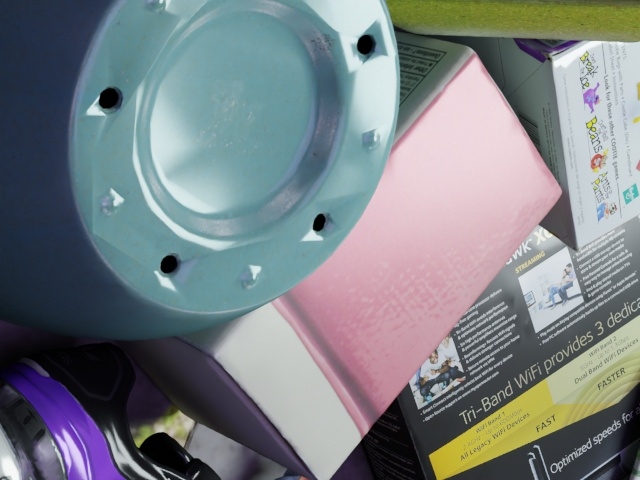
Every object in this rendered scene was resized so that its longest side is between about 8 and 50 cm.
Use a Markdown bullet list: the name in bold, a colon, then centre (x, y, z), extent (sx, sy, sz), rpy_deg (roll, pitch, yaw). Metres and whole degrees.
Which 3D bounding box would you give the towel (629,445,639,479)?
- **towel**: centre (0.251, 0.155, 1.265), extent (0.113, 0.023, 0.152), rpy_deg (11, 103, -35)

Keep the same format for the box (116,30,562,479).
- **box**: centre (0.000, 0.000, 1.068), extent (0.232, 0.149, 0.127), rpy_deg (-49, 127, -16)

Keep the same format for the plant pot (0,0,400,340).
- **plant pot**: centre (-0.102, -0.083, 0.899), extent (0.293, 0.235, 0.293), rpy_deg (-16, 116, -35)

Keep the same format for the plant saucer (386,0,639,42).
- **plant saucer**: centre (0.120, -0.171, 1.064), extent (0.188, 0.188, 0.045), rpy_deg (-80, 171, -49)

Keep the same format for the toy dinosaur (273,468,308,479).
- **toy dinosaur**: centre (-0.007, 0.148, 1.157), extent (0.082, 0.090, 0.047), rpy_deg (-39, 146, 14)

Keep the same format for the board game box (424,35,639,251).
- **board game box**: centre (0.218, -0.139, 1.168), extent (0.275, 0.142, 0.144), rpy_deg (-28, 129, -19)

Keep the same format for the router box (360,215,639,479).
- **router box**: centre (0.166, 0.070, 1.243), extent (0.309, 0.081, 0.243), rpy_deg (-31, 118, -22)

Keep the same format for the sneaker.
- **sneaker**: centre (-0.111, 0.188, 1.061), extent (0.146, 0.102, 0.293), rpy_deg (-30, 118, -29)
